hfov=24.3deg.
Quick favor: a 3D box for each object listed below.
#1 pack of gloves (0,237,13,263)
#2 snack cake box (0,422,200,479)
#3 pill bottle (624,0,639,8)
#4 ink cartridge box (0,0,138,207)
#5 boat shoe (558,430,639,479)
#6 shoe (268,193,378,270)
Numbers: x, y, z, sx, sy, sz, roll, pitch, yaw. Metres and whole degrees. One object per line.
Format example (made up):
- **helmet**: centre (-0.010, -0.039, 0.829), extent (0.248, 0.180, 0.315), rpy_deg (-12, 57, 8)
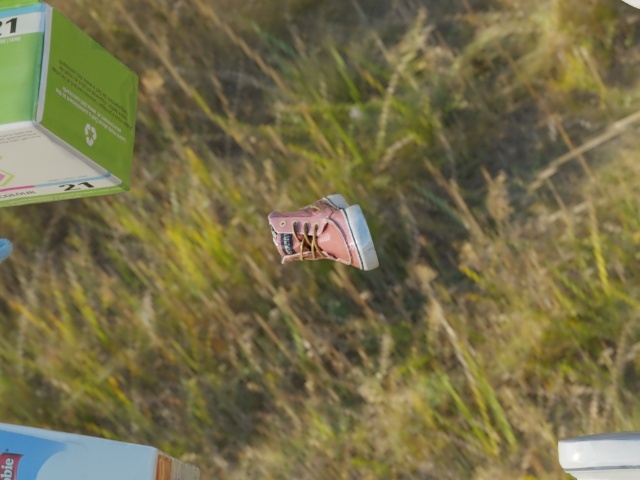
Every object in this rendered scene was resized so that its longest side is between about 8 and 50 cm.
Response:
- **pack of gloves**: centre (-0.255, 0.078, 0.735), extent (0.195, 0.046, 0.232), rpy_deg (-19, -18, -40)
- **snack cake box**: centre (-0.120, 0.176, 0.730), extent (0.089, 0.264, 0.152), rpy_deg (8, 79, 1)
- **pill bottle**: centre (0.115, -0.097, 0.410), extent (0.083, 0.043, 0.043), rpy_deg (-29, 33, -24)
- **ink cartridge box**: centre (-0.268, -0.107, 1.007), extent (0.189, 0.255, 0.097), rpy_deg (-6, 71, 22)
- **boat shoe**: centre (0.314, 0.194, 1.153), extent (0.258, 0.095, 0.084), rpy_deg (2, 86, 13)
- **shoe**: centre (0.000, 0.000, 1.430), extent (0.081, 0.063, 0.178), rpy_deg (-18, 14, -7)
